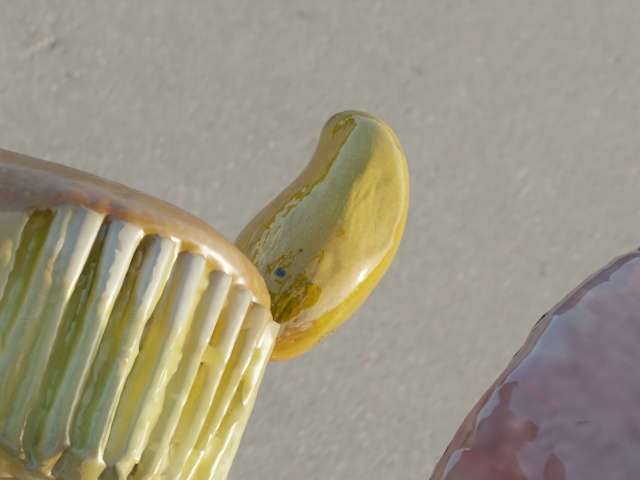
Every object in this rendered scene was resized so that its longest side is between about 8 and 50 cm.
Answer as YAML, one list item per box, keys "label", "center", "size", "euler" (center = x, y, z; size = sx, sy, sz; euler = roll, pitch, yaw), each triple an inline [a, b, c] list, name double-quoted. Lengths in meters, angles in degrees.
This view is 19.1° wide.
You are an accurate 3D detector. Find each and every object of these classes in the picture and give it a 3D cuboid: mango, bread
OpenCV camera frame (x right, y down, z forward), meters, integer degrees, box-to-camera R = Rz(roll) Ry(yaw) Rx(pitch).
- label: "mango"
  center: [0.000, 0.000, 1.219]
  size: [0.098, 0.075, 0.190]
  euler: [21, 65, 25]
- label: "bread"
  center: [-0.161, 0.037, 0.850]
  size: [0.288, 0.204, 0.156]
  euler: [13, 69, 16]

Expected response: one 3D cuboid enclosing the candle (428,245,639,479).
- label: "candle"
  center: [0.082, 0.147, 0.571]
  size: [0.131, 0.287, 0.317]
  euler: [32, -2, 25]
